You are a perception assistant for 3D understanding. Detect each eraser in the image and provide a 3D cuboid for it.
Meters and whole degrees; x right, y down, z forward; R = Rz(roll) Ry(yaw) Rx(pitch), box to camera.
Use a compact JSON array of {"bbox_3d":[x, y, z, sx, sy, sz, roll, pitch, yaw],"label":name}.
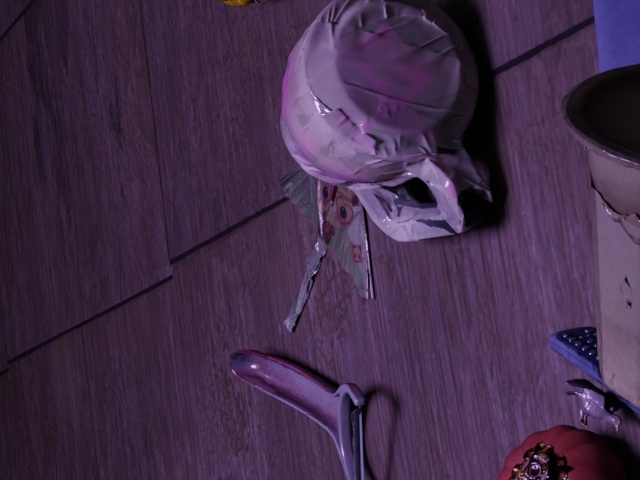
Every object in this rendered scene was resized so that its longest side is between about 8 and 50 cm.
[{"bbox_3d":[0.238,-0.228,1.258,0.082,0.036,0.225,-14,79,60],"label":"eraser"}]

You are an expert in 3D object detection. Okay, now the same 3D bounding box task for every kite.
[{"bbox_3d":[0.001,0.000,1.726,0.229,0.012,0.250,56,139,45],"label":"kite"}]

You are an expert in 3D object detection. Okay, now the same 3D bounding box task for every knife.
[{"bbox_3d":[-0.013,0.172,1.717,0.278,0.053,0.123,28,120,58],"label":"knife"}]

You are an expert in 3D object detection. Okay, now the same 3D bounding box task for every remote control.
[{"bbox_3d":[0.236,0.107,1.275,0.152,0.043,0.027,40,138,52],"label":"remote control"}]

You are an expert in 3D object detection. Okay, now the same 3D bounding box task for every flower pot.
[{"bbox_3d":[0.254,0.006,1.089,0.212,0.212,0.203,38,132,54],"label":"flower pot"}]

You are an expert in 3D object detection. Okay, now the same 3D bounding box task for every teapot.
[{"bbox_3d":[0.064,-0.111,1.505,0.163,0.221,0.178,-59,8,-22],"label":"teapot"}]

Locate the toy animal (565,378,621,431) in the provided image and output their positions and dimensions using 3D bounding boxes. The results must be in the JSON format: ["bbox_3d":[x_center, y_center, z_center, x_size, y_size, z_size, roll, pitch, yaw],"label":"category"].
[{"bbox_3d":[0.214,0.132,1.300,0.028,0.084,0.050,-33,68,9],"label":"toy animal"}]

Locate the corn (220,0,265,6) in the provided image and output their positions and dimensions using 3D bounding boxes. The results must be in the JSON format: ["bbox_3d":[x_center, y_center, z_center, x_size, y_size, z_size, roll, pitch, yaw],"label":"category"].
[{"bbox_3d":[-0.141,-0.326,1.871,0.313,0.102,0.102,25,113,58],"label":"corn"}]

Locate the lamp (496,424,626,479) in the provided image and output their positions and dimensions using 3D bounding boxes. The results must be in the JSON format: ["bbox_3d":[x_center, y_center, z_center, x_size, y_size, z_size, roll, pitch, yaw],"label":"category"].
[{"bbox_3d":[0.190,0.198,1.311,0.107,0.092,0.107,-20,53,28],"label":"lamp"}]
